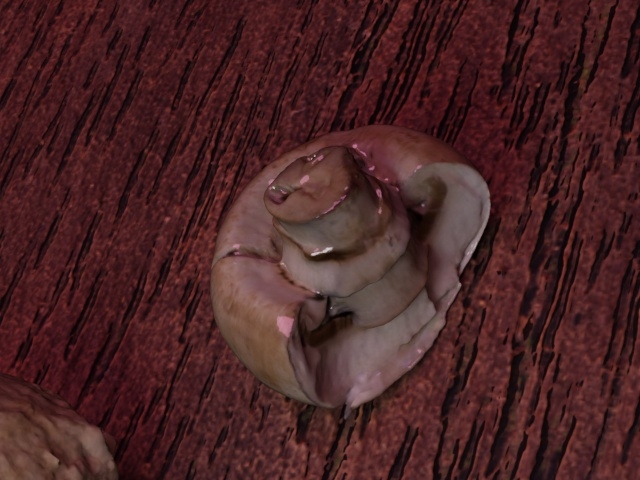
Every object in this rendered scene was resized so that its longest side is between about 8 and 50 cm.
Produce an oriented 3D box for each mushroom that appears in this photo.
[{"bbox_3d":[0.000,0.000,1.338,0.189,0.195,0.253,21,66,40],"label":"mushroom"}]

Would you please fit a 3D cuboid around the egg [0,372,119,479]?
[{"bbox_3d":[-0.300,0.250,1.282,0.279,0.279,0.310,20,67,36],"label":"egg"}]
